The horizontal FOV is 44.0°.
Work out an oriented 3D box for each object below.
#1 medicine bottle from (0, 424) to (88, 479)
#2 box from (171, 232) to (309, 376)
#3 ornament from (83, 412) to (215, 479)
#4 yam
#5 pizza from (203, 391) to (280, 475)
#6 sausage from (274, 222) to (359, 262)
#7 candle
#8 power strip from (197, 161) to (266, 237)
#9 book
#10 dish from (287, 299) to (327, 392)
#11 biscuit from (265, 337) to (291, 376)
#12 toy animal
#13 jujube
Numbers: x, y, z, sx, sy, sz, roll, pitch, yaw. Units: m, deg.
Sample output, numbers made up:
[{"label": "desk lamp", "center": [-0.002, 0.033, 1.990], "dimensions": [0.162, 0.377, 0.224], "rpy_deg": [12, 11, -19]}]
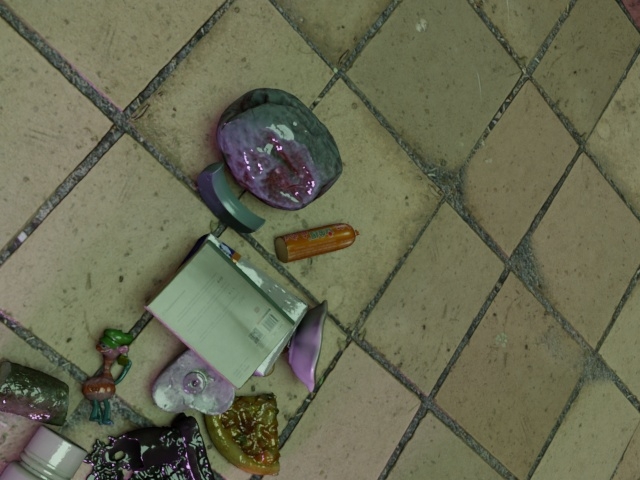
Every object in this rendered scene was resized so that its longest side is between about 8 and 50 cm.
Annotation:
[{"label": "medicine bottle", "center": [-0.593, 0.508, 1.619], "dimensions": [0.139, 0.139, 0.236], "rpy_deg": [40, 69, -24]}, {"label": "box", "center": [-0.207, 0.153, 1.839], "dimensions": [0.299, 0.106, 0.200], "rpy_deg": [37, 70, -13]}, {"label": "ornament", "center": [-0.382, 0.530, 1.773], "dimensions": [0.261, 0.106, 0.251], "rpy_deg": [-20, 97, -24]}, {"label": "yam", "center": [-0.602, 0.318, 1.638], "dimensions": [0.183, 0.107, 0.107], "rpy_deg": [28, 75, -30]}, {"label": "pizza", "center": [-0.166, 0.450, 1.915], "dimensions": [0.197, 0.058, 0.292], "rpy_deg": [-44, 110, -24]}, {"label": "sausage", "center": [0.000, 0.000, 2.013], "dimensions": [0.234, 0.071, 0.071], "rpy_deg": [-14, 96, -30]}, {"label": "candle", "center": [-0.286, 0.315, 1.812], "dimensions": [0.192, 0.068, 0.168], "rpy_deg": [4, 88, -11]}, {"label": "power strip", "center": [-0.211, -0.086, 1.851], "dimensions": [0.044, 0.137, 0.216], "rpy_deg": [-48, 117, -29]}, {"label": "book", "center": [-0.217, 0.166, 1.762], "dimensions": [0.282, 0.025, 0.215], "rpy_deg": [47, 69, -11]}, {"label": "dish", "center": [-0.037, 0.253, 1.942], "dimensions": [0.081, 0.229, 0.229], "rpy_deg": [9, 84, 2]}, {"label": "biscuit", "center": [-0.189, 0.264, 1.917], "dimensions": [0.249, 0.035, 0.184], "rpy_deg": [-36, 103, -26]}, {"label": "toy animal", "center": [-0.460, 0.299, 1.732], "dimensions": [0.103, 0.100, 0.208], "rpy_deg": [25, 67, -51]}, {"label": "jujube", "center": [-0.092, -0.208, 1.873], "dimensions": [0.247, 0.215, 0.308], "rpy_deg": [-28, 121, 9]}]
